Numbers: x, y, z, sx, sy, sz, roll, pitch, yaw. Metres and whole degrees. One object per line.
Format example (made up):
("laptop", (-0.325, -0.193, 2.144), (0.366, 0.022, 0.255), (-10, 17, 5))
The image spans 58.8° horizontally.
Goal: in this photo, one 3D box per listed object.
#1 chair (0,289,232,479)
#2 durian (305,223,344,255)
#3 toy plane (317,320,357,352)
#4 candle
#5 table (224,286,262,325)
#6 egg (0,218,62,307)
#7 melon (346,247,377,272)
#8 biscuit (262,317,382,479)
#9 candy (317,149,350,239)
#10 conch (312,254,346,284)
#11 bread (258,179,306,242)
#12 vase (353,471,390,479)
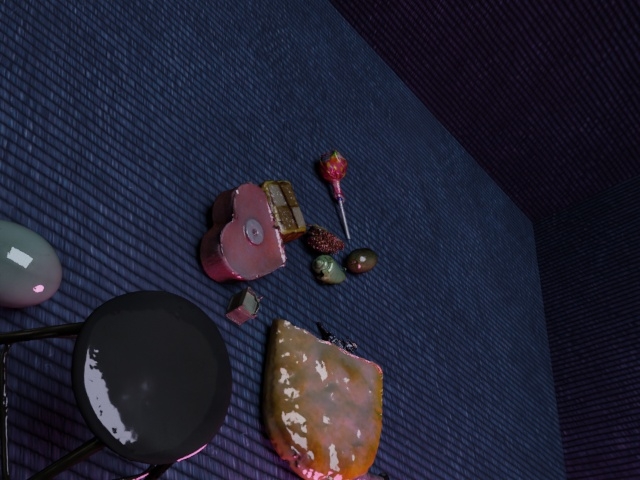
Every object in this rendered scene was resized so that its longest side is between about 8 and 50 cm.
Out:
("chair", (-0.410, 0.298, 1.093), (0.364, 0.410, 0.362), (11, 58, -45))
("durian", (0.000, 0.000, 2.036), (0.188, 0.091, 0.148), (39, -3, -31))
("toy plane", (0.047, 0.345, 1.896), (0.130, 0.061, 0.189), (-32, 88, -24))
("candle", (-0.231, -0.002, 1.757), (0.287, 0.131, 0.317), (35, 52, -39))
("table", (-0.222, 0.192, 1.662), (0.062, 0.083, 0.079), (39, 40, -25))
("egg", (-0.654, 0.046, 1.179), (0.231, 0.168, 0.168), (36, 42, -23))
("melon", (0.163, 0.076, 2.185), (0.162, 0.099, 0.099), (-9, 73, -58))
("biscuit", (0.014, 0.498, 1.704), (0.429, 0.104, 0.446), (26, 48, -28))
("candy", (0.075, -0.182, 2.272), (0.124, 0.124, 0.366), (-3, 77, -50))
("conch", (0.037, 0.117, 2.035), (0.170, 0.079, 0.106), (32, 59, -42))
("bread", (-0.146, -0.101, 1.946), (0.181, 0.096, 0.222), (-1, 67, -53))
("vase", (0.140, 0.729, 1.748), (0.167, 0.059, 0.059), (31, 45, -33))
